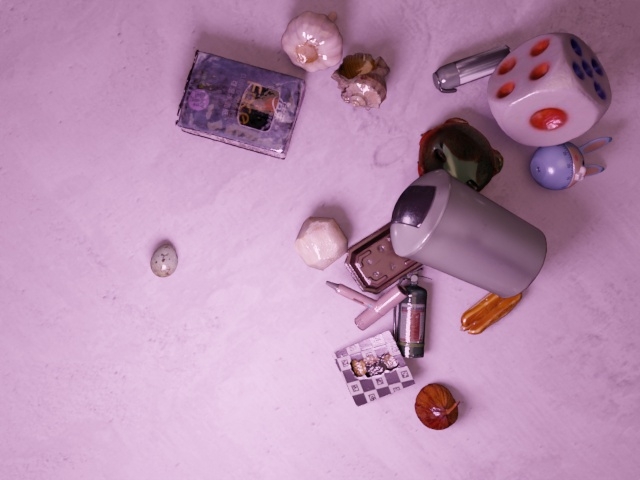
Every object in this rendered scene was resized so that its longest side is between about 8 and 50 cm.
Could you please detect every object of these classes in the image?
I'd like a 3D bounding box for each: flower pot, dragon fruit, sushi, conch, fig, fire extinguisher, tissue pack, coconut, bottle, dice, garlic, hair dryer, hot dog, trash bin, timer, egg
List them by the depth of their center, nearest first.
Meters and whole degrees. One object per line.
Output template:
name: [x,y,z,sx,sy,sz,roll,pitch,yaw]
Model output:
trash bin: [0.419,-0.020,1.738,0.432,0.280,0.280,25,90,-15]
dice: [0.678,-0.448,1.742,0.243,0.259,0.251,32,53,-26]
fig: [0.378,0.530,1.814,0.134,0.201,0.146,-42,96,-9]
hair dryer: [0.129,0.161,1.822,0.220,0.053,0.195,40,115,-18]
timer: [0.789,-0.234,1.826,0.256,0.175,0.175,2,90,5]
coconut: [-0.002,0.002,1.837,0.161,0.161,0.162,-38,88,0]
conch: [0.134,-0.506,1.841,0.178,0.163,0.245,38,60,-15]
garlic: [-0.009,-0.661,1.850,0.199,0.199,0.225,22,60,0]
dragon fruit: [0.430,-0.242,1.852,0.269,0.130,0.295,-13,90,-5]
tissue pack: [-0.247,-0.426,1.855,0.362,0.122,0.259,17,87,2]
fire extinguisher: [0.291,0.223,1.863,0.118,0.093,0.294,3,90,3]
flower pot: [0.210,0.055,1.869,0.251,0.084,0.178,-33,90,1]
bottle: [0.489,-0.544,1.870,0.254,0.079,0.095,-19,87,-1]
egg: [-0.499,0.065,1.872,0.085,0.085,0.110,4,71,0]
sushi: [0.173,0.404,1.874,0.215,0.050,0.192,-26,90,20]
hot dog: [0.542,0.222,1.879,0.236,0.062,0.092,-34,90,-2]
